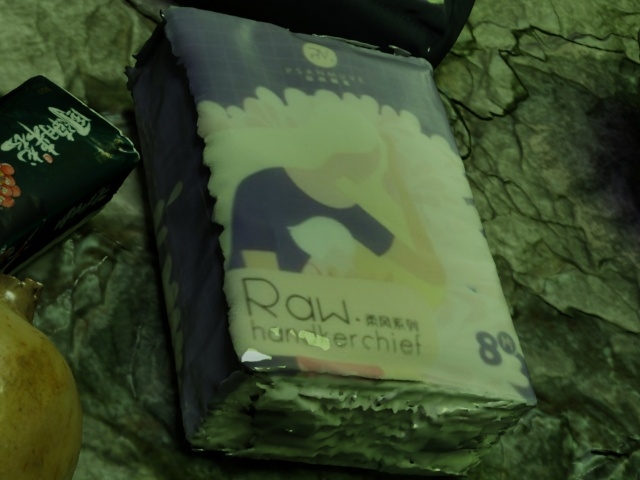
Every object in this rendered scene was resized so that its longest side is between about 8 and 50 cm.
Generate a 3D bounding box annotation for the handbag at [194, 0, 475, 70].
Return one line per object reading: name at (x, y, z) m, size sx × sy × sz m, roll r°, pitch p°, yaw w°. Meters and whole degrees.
handbag at (-0.001, -0.287, 1.593) m, size 0.302 × 0.178 × 0.275 m, roll 29°, pitch 55°, yaw -6°

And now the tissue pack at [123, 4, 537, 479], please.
tissue pack at (0.000, 0.000, 1.349) m, size 0.242 × 0.125 × 0.343 m, roll 10°, pitch 46°, yaw -28°

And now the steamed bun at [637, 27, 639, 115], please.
steamed bun at (0.428, -0.082, 1.653) m, size 0.339 × 0.247 × 0.352 m, roll 6°, pitch 23°, yaw -46°

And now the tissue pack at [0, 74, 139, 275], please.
tissue pack at (-0.217, -0.034, 1.256) m, size 0.103 × 0.090 × 0.170 m, roll 39°, pitch 39°, yaw 8°

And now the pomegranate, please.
pomegranate at (-0.222, 0.096, 1.060) m, size 0.196 × 0.196 × 0.196 m, roll 20°, pitch 42°, yaw -19°
